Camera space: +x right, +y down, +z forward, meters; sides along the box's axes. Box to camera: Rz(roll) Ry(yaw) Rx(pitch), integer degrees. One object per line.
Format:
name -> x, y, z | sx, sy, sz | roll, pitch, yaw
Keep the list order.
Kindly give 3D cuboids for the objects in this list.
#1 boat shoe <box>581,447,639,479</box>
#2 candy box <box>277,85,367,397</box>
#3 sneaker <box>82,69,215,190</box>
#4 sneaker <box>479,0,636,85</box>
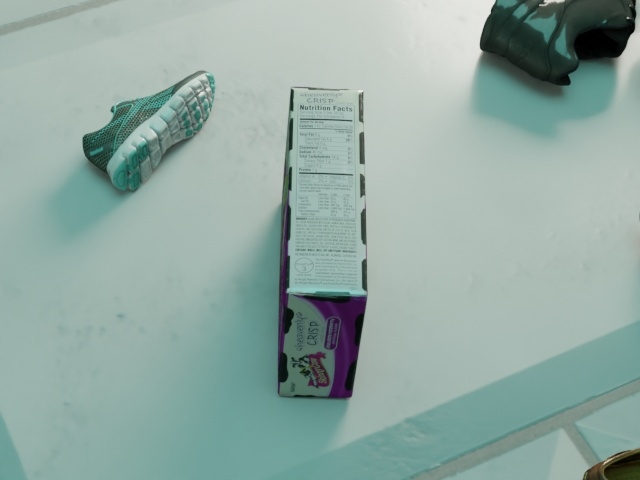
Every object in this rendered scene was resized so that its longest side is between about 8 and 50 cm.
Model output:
boat shoe -> 0.303, 0.195, 1.111 | 0.178, 0.060, 0.064 | -10, 53, -11
candy box -> 0.000, 0.000, 1.182 | 0.071, 0.159, 0.233 | 3, 51, -2
sneaker -> -0.173, -0.124, 1.332 | 0.076, 0.065, 0.166 | 29, 54, 23
sneaker -> 0.303, -0.267, 1.457 | 0.130, 0.109, 0.286 | 40, 69, 17
